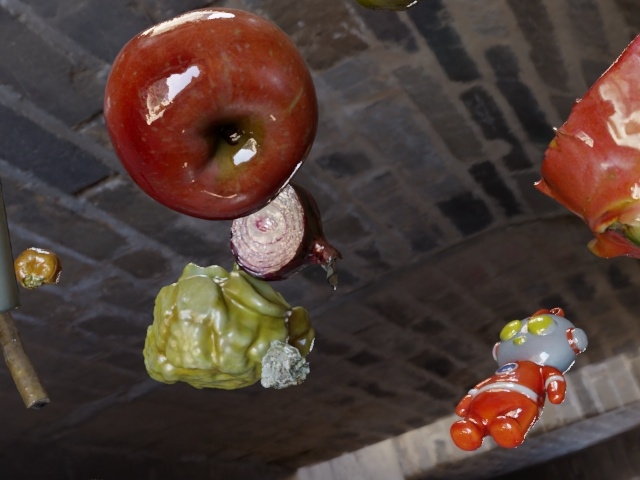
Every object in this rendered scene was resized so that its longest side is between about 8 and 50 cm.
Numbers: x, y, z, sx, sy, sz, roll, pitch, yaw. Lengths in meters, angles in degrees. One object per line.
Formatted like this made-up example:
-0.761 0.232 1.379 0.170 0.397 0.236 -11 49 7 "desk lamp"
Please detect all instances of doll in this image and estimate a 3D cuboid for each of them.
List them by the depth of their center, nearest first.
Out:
0.327 0.205 1.326 0.336 0.200 0.105 -43 105 -42 "doll"

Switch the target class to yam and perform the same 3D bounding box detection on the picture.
-0.571 0.169 1.512 0.045 0.045 0.326 -2 47 -46 "yam"

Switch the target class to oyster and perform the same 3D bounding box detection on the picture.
-0.066 0.207 1.353 0.037 0.098 0.100 -54 138 -44 "oyster"

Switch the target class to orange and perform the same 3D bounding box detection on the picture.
-0.524 0.052 1.540 0.062 0.086 0.086 119 -47 -69 "orange"

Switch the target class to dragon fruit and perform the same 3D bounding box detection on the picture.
0.395 -0.088 0.852 0.225 0.305 0.305 49 12 21 "dragon fruit"

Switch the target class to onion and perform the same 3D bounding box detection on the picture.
-0.049 -0.006 1.522 0.195 0.218 0.140 -68 161 -2 "onion"

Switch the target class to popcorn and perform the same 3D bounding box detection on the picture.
-0.186 0.186 1.636 0.292 0.293 0.334 36 11 8 "popcorn"

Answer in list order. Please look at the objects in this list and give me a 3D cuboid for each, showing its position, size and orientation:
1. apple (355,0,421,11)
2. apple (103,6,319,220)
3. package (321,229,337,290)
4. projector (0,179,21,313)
0.070 -0.263 0.812 0.089 0.090 0.074 -30 126 -72 "apple"
-0.131 -0.155 1.024 0.260 0.260 0.216 54 1 -33 "apple"
0.000 0.000 1.941 0.166 0.040 0.232 81 -11 -61 "package"
-0.405 -0.080 0.899 0.108 0.108 0.337 -15 97 -72 "projector"
